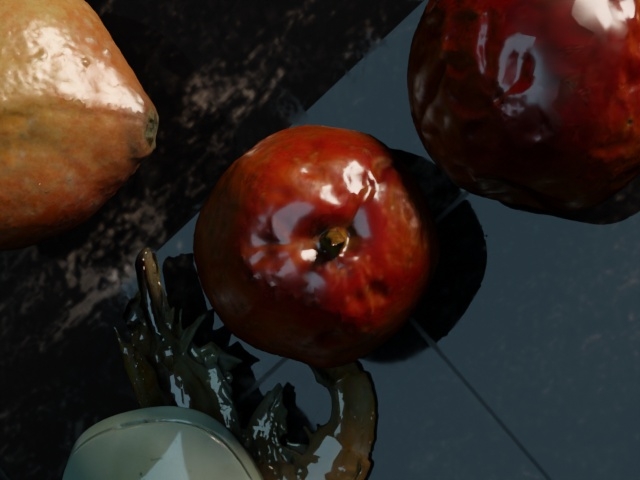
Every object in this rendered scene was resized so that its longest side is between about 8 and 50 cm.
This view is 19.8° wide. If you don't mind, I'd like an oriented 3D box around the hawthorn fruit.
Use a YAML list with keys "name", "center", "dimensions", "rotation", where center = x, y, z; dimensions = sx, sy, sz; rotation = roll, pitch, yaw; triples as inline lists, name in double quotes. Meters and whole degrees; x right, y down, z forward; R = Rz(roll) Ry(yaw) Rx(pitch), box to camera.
- name: "hawthorn fruit"
  center: [0.000, 0.000, 1.295]
  dimensions: [0.179, 0.200, 0.179]
  rotation: [1, 82, -6]

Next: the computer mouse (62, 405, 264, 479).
- name: "computer mouse"
  center: [-0.096, 0.259, 1.339]
  dimensions: [0.160, 0.097, 0.288]
  rotation: [-13, 99, 13]

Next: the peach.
- name: "peach"
  center: [-0.231, -0.096, 1.369]
  dimensions: [0.233, 0.232, 0.232]
  rotation: [-1, 87, 16]

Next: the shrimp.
- name: "shrimp"
  center: [-0.054, 0.110, 1.389]
  dimensions: [0.173, 0.058, 0.253]
  rotation: [-21, 85, 6]

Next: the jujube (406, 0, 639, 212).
- name: "jujube"
  center: [0.166, -0.148, 1.287]
  dimensions: [0.190, 0.190, 0.255]
  rotation: [16, 75, 16]
